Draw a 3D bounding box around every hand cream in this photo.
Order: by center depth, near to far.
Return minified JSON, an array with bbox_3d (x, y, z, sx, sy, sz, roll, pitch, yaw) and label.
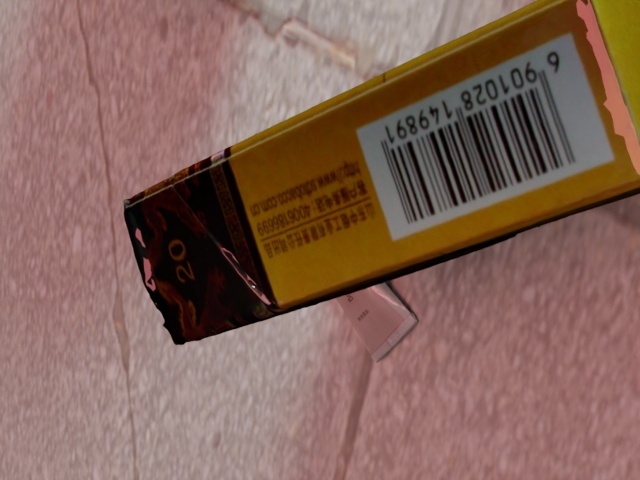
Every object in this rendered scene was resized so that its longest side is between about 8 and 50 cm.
[{"bbox_3d":[0.001,0.000,1.253,0.216,0.038,0.052,55,160,18],"label":"hand cream"}]

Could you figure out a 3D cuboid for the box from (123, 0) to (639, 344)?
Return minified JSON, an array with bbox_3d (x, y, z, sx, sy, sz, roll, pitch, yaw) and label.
[{"bbox_3d":[0.097,-0.052,0.970,0.415,0.264,0.115,-22,87,45],"label":"box"}]
